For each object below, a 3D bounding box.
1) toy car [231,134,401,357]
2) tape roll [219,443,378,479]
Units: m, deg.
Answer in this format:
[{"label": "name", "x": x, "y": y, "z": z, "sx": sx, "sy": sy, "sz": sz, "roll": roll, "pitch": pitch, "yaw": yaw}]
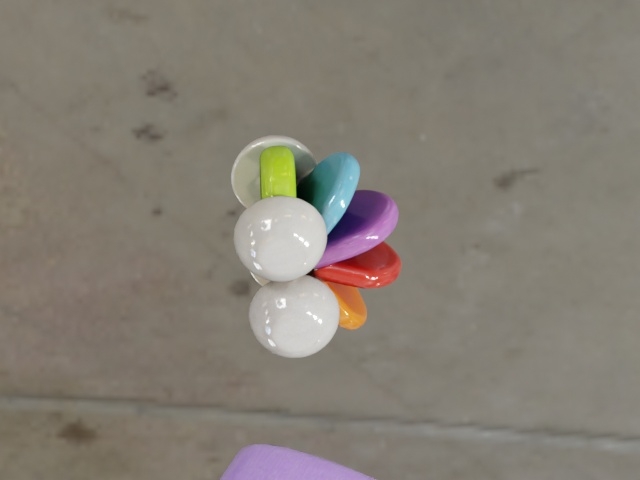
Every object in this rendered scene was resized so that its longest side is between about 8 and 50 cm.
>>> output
[{"label": "toy car", "x": 0.000, "y": 0.000, "z": 1.458, "sx": 0.136, "sy": 0.159, "sz": 0.182, "roll": -9, "pitch": 120, "yaw": 2}, {"label": "tape roll", "x": 0.064, "y": 0.180, "z": 0.576, "sx": 0.275, "sy": 0.090, "sz": 0.275, "roll": 30, "pitch": 163, "yaw": 10}]
